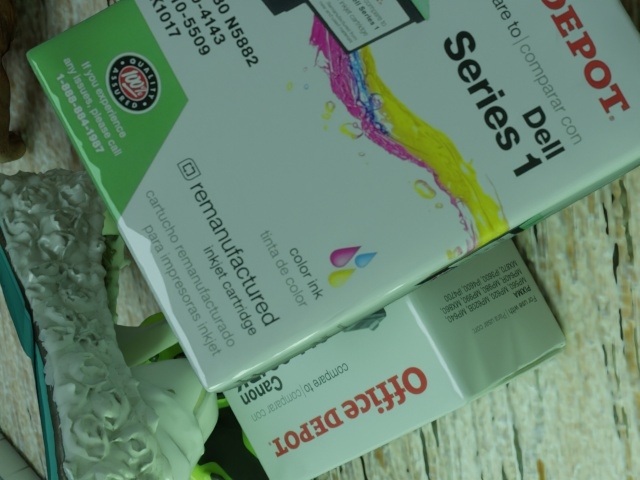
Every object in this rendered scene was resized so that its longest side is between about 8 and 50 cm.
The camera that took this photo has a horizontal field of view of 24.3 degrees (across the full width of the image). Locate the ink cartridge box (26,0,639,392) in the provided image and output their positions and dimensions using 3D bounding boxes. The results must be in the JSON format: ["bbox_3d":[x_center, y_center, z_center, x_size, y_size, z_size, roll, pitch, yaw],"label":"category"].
[{"bbox_3d":[0.021,-0.073,0.788,0.278,0.117,0.201,-29,85,2],"label":"ink cartridge box"}]

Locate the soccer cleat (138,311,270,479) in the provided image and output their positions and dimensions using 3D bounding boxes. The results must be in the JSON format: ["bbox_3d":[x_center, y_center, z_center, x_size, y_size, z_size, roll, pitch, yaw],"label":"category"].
[{"bbox_3d":[-0.071,0.191,1.110,0.289,0.093,0.121,59,142,9],"label":"soccer cleat"}]

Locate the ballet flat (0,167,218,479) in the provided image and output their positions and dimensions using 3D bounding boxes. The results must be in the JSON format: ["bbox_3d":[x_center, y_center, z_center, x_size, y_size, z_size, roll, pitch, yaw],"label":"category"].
[{"bbox_3d":[-0.143,0.080,1.007,0.409,0.147,0.147,-114,36,-44],"label":"ballet flat"}]

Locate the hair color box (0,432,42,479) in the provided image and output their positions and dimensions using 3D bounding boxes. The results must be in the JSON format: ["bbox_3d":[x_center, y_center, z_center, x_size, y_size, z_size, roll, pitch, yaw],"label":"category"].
[{"bbox_3d":[-0.384,0.229,1.350,0.374,0.185,0.113,43,130,23],"label":"hair color box"}]

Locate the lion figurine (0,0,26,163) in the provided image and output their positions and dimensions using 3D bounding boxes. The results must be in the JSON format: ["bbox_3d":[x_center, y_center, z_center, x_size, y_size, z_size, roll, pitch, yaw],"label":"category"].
[{"bbox_3d":[-0.315,-0.098,1.079,0.142,0.392,0.240,5,136,4],"label":"lion figurine"}]

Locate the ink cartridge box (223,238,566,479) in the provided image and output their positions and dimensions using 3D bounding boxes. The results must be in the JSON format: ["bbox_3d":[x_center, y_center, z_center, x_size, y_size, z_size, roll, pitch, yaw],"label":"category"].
[{"bbox_3d":[0.000,0.000,0.949,0.197,0.114,0.272,-34,83,45],"label":"ink cartridge box"}]
